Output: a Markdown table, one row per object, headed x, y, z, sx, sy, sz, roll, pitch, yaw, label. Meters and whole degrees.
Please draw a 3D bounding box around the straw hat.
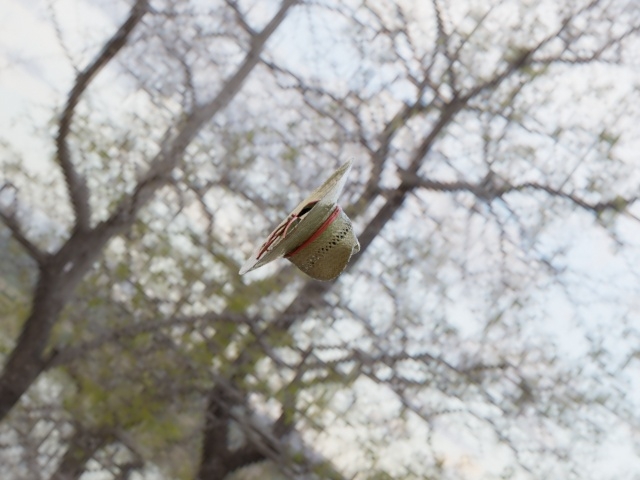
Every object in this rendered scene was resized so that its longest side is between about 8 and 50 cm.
| x | y | z | sx | sy | sz | roll | pitch | yaw | label |
| --- | --- | --- | --- | --- | --- | --- | --- | --- | --- |
| 0.000 | 0.000 | 1.128 | 0.061 | 0.144 | 0.144 | 45 | -14 | -6 | straw hat |
